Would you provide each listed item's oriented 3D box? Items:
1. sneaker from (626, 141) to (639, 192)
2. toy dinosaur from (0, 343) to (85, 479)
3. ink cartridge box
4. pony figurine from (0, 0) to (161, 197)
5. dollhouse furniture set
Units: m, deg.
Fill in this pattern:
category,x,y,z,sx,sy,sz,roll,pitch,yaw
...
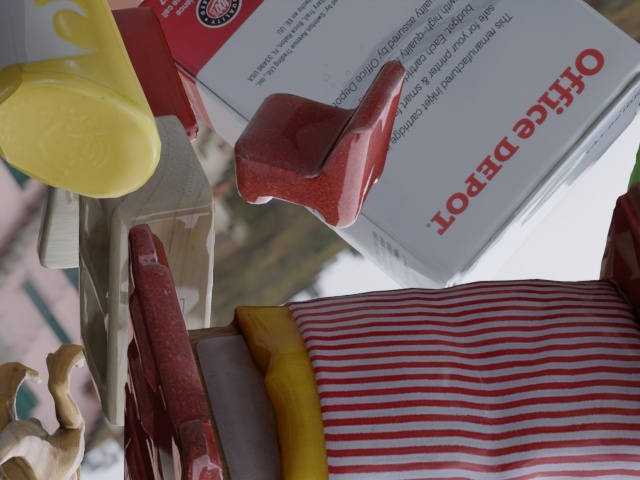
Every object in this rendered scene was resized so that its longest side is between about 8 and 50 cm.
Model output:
category,x,y,z,sx,sy,sz,roll,pitch,yaw
sneaker,0.354,0.041,1.442,0.202,0.482,0.185,5,155,-24
toy dinosaur,-0.141,0.107,1.001,0.064,0.112,0.211,-4,154,0
ink cartridge box,0.046,-0.109,1.277,0.197,0.273,0.114,-48,165,-9
pony figurine,-0.155,-0.217,0.647,0.303,0.351,0.363,-57,-164,39
dollhouse furniture set,0.000,0.000,0.806,0.201,0.152,0.374,-7,-139,-15
